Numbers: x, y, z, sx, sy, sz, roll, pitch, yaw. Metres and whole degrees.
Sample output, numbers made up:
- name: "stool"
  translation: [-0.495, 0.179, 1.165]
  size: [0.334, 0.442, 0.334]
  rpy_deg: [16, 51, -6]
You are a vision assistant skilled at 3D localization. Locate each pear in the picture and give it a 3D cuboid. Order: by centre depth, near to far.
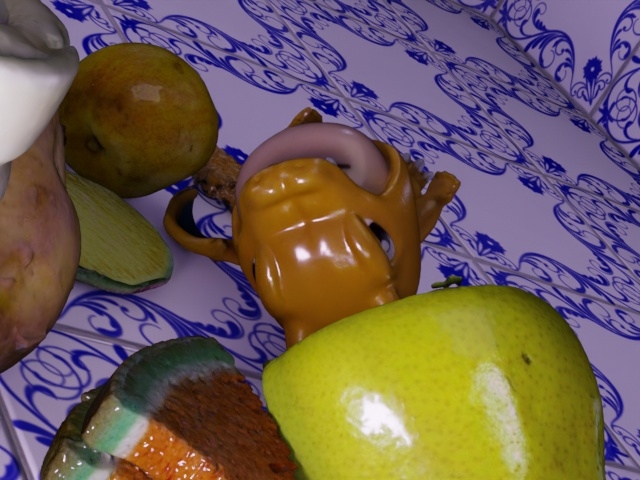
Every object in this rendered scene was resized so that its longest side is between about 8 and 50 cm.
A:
- name: "pear"
  translation: [0.151, 0.220, 1.610]
  size: [0.342, 0.238, 0.318]
  rpy_deg: [8, 57, -44]
- name: "pear"
  translation: [-0.227, -0.145, 2.020]
  size: [0.200, 0.200, 0.200]
  rpy_deg: [28, 20, -11]

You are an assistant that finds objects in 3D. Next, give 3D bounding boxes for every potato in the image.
- name: "potato"
  translation: [-0.320, 0.014, 1.476]
  size: [0.289, 0.301, 0.237]
  rpy_deg: [-15, 65, -21]

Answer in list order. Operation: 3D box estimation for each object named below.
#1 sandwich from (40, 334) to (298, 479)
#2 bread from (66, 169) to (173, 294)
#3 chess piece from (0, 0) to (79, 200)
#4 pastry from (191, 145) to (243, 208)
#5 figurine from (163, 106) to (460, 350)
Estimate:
- name: "sandwich"
  translation: [-0.126, 0.184, 1.511]
  size: [0.212, 0.109, 0.292]
  rpy_deg: [43, 22, 29]
- name: "bread"
  translation: [-0.267, -0.011, 1.872]
  size: [0.228, 0.033, 0.228]
  rpy_deg: [27, 22, -11]
- name: "chess piece"
  translation: [-0.329, 0.020, 1.101]
  size: [0.234, 0.442, 0.234]
  rpy_deg: [29, 19, -11]
- name: "pastry"
  translation: [-0.102, -0.068, 2.218]
  size: [0.140, 0.056, 0.080]
  rpy_deg: [34, 31, -1]
- name: "figurine"
  translation: [0.036, 0.010, 1.942]
  size: [0.401, 0.268, 0.387]
  rpy_deg: [35, 17, -7]
